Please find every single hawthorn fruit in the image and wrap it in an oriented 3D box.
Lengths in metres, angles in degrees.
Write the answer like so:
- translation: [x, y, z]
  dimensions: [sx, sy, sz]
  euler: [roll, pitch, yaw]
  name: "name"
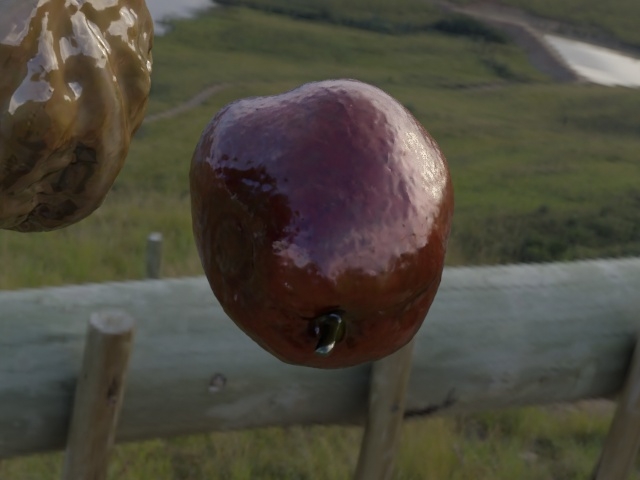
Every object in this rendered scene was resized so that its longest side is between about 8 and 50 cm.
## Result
- translation: [0.000, 0.000, 0.919]
  dimensions: [0.224, 0.224, 0.261]
  euler: [6, 49, -11]
  name: "hawthorn fruit"

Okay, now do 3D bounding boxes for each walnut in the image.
- translation: [-0.199, -0.097, 0.700]
  dimensions: [0.198, 0.245, 0.198]
  euler: [17, 53, -23]
  name: "walnut"
